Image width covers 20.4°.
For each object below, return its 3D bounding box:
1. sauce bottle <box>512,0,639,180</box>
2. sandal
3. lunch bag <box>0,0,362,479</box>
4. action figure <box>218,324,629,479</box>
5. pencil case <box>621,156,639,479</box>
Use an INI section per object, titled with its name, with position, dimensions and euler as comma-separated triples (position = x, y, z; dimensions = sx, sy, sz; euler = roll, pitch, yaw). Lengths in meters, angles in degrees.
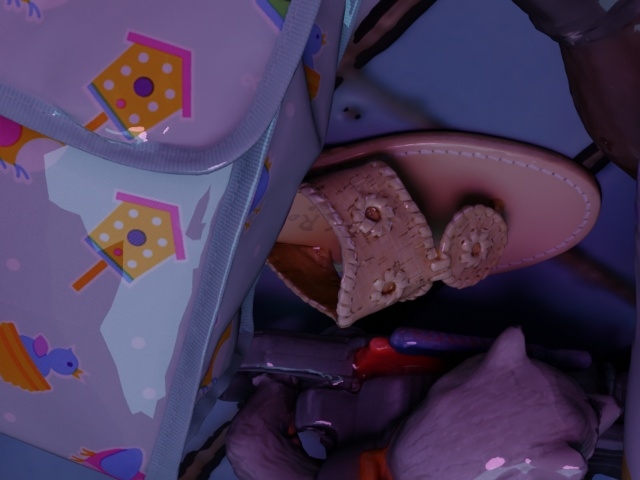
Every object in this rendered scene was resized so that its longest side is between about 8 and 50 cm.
[sauce bottle]
position = 0.174, -0.046, 0.666
dimensions = 0.344, 0.111, 0.111
euler = 37, 128, -27
[sandal]
position = 0.000, 0.005, 0.759
dimensions = 0.240, 0.079, 0.088
euler = 7, 136, 0
[lunch bag]
position = -0.105, -0.071, 0.633
dimensions = 0.223, 0.160, 0.262
euler = 22, 123, 5
[action figure]
position = 0.090, 0.154, 0.834
dimensions = 0.341, 0.179, 0.330
euler = 3, 145, -2
[pencil case]
position = 0.168, 0.072, 0.625
dimensions = 0.124, 0.113, 0.273
euler = 16, 140, 24
